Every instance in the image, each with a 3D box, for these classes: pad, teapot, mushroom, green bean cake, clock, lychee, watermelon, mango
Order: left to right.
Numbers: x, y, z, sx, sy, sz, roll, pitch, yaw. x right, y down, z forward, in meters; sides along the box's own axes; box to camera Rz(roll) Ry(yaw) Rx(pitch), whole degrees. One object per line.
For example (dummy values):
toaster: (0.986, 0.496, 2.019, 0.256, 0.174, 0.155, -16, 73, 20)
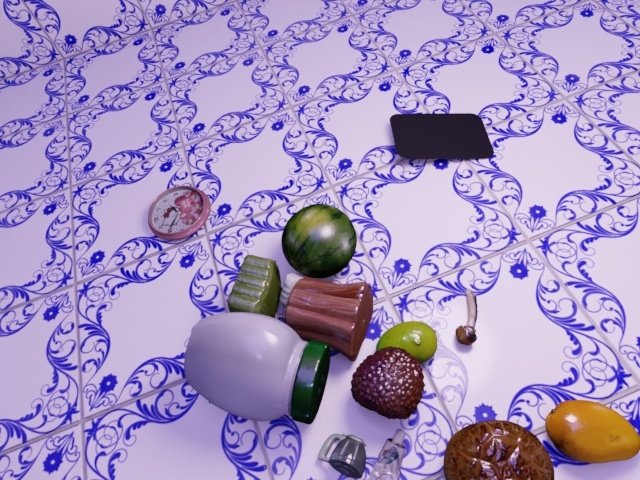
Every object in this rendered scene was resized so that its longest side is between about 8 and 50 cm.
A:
clock: (-0.534, -0.106, 1.674, 0.244, 0.056, 0.244, -3, 60, 6)
green bean cake: (-0.194, 0.170, 1.349, 0.113, 0.214, 0.200, 9, 60, 10)
watermelon: (-0.003, 0.002, 1.411, 0.242, 0.242, 0.242, -4, 57, 7)
teapot: (0.064, 0.545, 1.143, 0.124, 0.092, 0.091, 21, 47, 14)
lychee: (0.183, 0.372, 1.171, 0.188, 0.188, 0.188, -4, 57, 7)
mango: (0.246, 0.295, 1.265, 0.178, 0.100, 0.119, -15, 59, 9)
pad: (0.460, -0.359, 1.692, 0.375, 0.063, 0.315, -1, 56, -3)
mushroom: (0.437, 0.229, 1.309, 0.060, 0.061, 0.187, 20, 51, 6)
mushroom: (0.422, 0.550, 1.048, 0.253, 0.153, 0.253, -3, 68, 7)
mango: (0.669, 0.470, 1.082, 0.219, 0.112, 0.145, 10, 59, 2)

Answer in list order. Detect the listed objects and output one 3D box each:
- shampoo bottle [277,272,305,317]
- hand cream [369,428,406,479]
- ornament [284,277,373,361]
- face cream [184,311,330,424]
shampoo bottle: (-0.096, 0.177, 1.385, 0.045, 0.152, 0.077, 29, 24, 31)
hand cream: (0.158, 0.602, 1.114, 0.084, 0.050, 0.257, 16, 68, 21)
ornament: (0.028, 0.210, 1.305, 0.217, 0.221, 0.235, 11, 105, 19)
face cream: (-0.168, 0.342, 1.186, 0.357, 0.312, 0.219, 11, 28, 13)
